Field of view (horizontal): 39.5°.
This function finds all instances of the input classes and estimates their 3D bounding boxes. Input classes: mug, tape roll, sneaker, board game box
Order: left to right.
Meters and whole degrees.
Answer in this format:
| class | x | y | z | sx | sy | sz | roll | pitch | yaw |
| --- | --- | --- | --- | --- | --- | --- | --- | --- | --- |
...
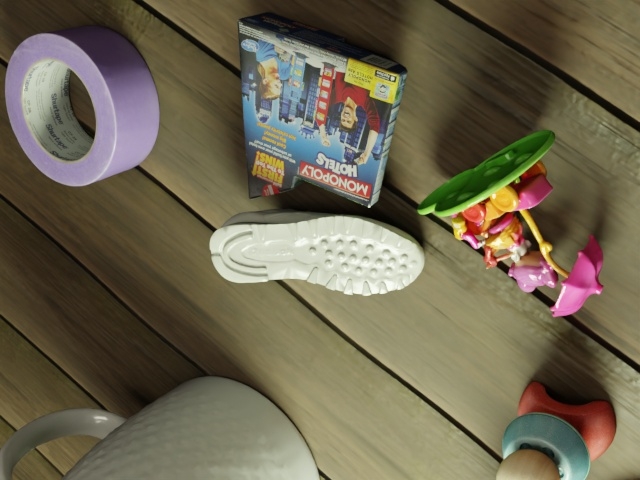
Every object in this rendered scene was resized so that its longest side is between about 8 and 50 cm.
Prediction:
| class | x | y | z | sx | sy | sz | roll | pitch | yaw |
| --- | --- | --- | --- | --- | --- | --- | --- | --- | --- |
| tape roll | -0.297 | -0.168 | 1.110 | 0.189 | 0.080 | 0.189 | 12 | 114 | 29 |
| mug | -0.237 | 0.338 | 1.116 | 0.374 | 0.328 | 0.276 | 30 | 122 | 20 |
| board game box | -0.008 | -0.120 | 0.953 | 0.194 | 0.060 | 0.194 | 25 | 121 | 23 |
| sneaker | 0.000 | 0.000 | 0.986 | 0.235 | 0.095 | 0.090 | 7 | 109 | 10 |

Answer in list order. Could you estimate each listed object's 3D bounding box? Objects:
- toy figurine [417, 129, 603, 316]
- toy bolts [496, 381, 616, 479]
| class | x | y | z | sx | sy | sz | roll | pitch | yaw |
| --- | --- | --- | --- | --- | --- | --- | --- | --- | --- |
| toy figurine | 0.193 | 0.002 | 0.852 | 0.159 | 0.130 | 0.173 | 54 | 150 | -8 |
| toy bolts | 0.244 | 0.279 | 0.885 | 0.218 | 0.158 | 0.229 | 7 | 112 | 31 |
